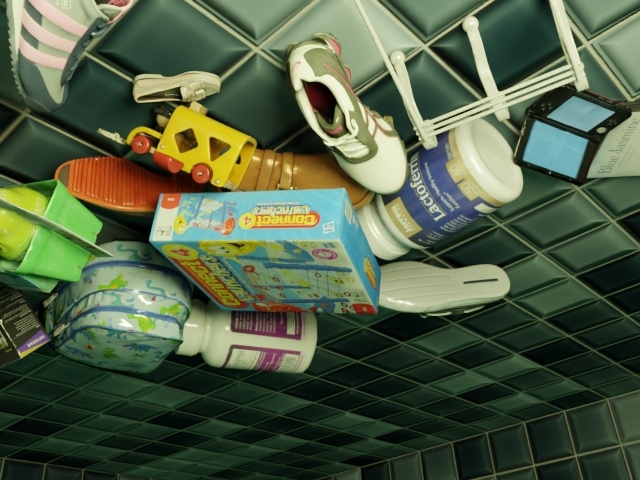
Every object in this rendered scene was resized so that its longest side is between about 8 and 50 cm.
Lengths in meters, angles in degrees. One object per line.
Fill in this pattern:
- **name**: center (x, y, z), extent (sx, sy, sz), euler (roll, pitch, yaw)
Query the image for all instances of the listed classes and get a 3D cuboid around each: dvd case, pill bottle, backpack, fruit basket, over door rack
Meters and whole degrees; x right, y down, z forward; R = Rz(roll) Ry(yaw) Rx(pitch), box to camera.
- **dvd case**: center (0.592, -0.172, 1.134), extent (0.253, 0.022, 0.180), euler (-3, 148, -2)
- **pill bottle**: center (0.188, -0.077, 1.117), extent (0.153, 0.153, 0.265), euler (22, 139, -35)
- **backpack**: center (-0.393, 0.140, 1.342), extent (0.290, 0.273, 0.355), euler (24, 127, -27)
- **pill bottle**: center (-0.174, 0.210, 1.519), extent (0.302, 0.169, 0.169), euler (9, 145, -20)
- **fruit basket**: center (-0.541, -0.039, 1.009), extent (0.327, 0.165, 0.353), euler (0, 161, 43)
- **over door rack**: center (0.178, -0.289, 0.841), extent (0.240, 0.108, 0.324), euler (-20, 130, 23)

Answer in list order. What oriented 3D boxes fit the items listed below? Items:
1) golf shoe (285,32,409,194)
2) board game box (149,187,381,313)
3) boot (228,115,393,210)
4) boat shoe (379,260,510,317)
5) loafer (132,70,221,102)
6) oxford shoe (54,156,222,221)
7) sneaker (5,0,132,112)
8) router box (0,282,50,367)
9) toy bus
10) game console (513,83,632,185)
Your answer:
- **golf shoe**: center (0.033, -0.153, 0.936), extent (0.105, 0.120, 0.273), euler (-25, 121, 24)
- **board game box**: center (-0.075, 0.029, 1.109), extent (0.302, 0.086, 0.308), euler (-1, 154, 16)
- **boot**: center (-0.022, -0.119, 1.095), extent (0.220, 0.109, 0.283), euler (23, 133, -10)
- **boat shoe**: center (0.254, 0.125, 1.475), extent (0.336, 0.121, 0.119), euler (2, 143, -13)
- **loafer**: center (-0.206, -0.214, 0.956), extent (0.125, 0.039, 0.045), euler (-2, 147, -3)
- **oxford shoe**: center (-0.310, -0.069, 1.130), extent (0.272, 0.096, 0.098), euler (11, 151, -23)
- **sneaker**: center (-0.298, -0.263, 0.801), extent (0.131, 0.112, 0.319), euler (9, 147, -15)
- **router box**: center (-0.712, 0.154, 1.315), extent (0.309, 0.081, 0.242), euler (-23, 99, 29)
- **toy bus**: center (-0.196, -0.153, 0.994), extent (0.202, 0.191, 0.104), euler (23, 95, -41)
- **game console**: center (0.397, -0.165, 1.047), extent (0.144, 0.085, 0.124), euler (15, 153, -18)
